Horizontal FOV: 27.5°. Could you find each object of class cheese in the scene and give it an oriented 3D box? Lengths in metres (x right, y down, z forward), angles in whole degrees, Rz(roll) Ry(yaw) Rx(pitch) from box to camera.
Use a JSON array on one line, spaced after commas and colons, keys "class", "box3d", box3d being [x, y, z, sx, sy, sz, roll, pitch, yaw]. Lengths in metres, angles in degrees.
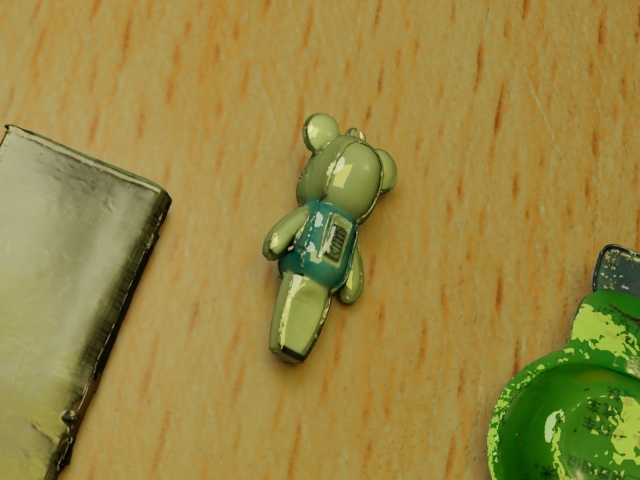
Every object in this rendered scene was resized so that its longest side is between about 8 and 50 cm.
[{"class": "cheese", "box3d": [0.259, 0.153, 1.165, 0.204, 0.083, 0.320, 21, 64, 0]}]

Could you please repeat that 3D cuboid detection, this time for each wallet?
[{"class": "wallet", "box3d": [-0.254, 0.061, 1.119, 0.169, 0.044, 0.317, 21, 63, -6]}]

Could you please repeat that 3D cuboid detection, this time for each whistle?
[{"class": "whistle", "box3d": [0.000, 0.000, 1.191, 0.114, 0.077, 0.236, 31, 65, -29]}]
